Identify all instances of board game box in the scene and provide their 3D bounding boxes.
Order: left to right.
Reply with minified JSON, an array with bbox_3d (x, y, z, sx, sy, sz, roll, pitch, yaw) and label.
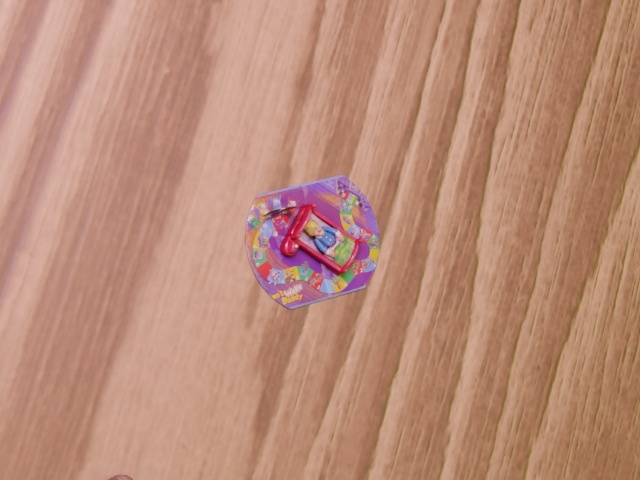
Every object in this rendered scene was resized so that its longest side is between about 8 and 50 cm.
[{"bbox_3d":[0.000,0.000,1.545,0.168,0.033,0.133,-14,91,-26],"label":"board game box"}]

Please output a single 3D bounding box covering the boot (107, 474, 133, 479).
[{"bbox_3d":[-0.146,0.369,1.424,0.206,0.090,0.249,9,79,-38],"label":"boot"}]
